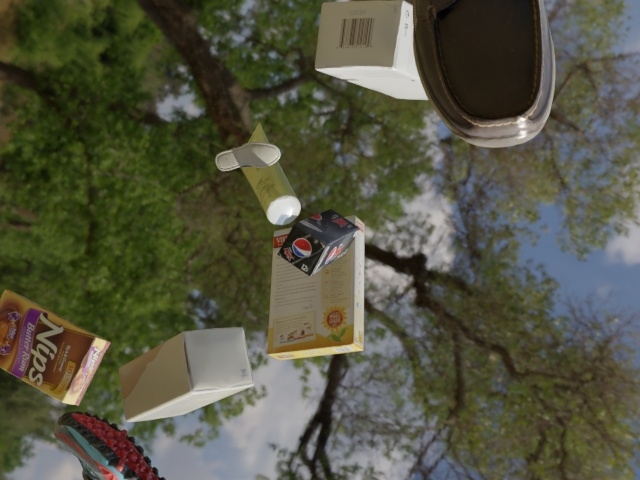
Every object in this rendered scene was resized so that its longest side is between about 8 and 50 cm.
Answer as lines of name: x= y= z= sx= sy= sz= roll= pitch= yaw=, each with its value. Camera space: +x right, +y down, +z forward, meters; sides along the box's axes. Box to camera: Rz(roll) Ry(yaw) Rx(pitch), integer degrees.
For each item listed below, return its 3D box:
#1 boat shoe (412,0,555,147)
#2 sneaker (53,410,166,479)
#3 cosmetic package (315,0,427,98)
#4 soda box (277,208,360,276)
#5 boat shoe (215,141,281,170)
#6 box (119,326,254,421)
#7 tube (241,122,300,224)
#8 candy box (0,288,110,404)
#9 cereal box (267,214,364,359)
boat shoe: x=0.135 y=-0.256 z=0.824 sx=0.130 sy=0.132 sz=0.356 roll=54 pitch=27 yaw=-63
sneaker: x=-0.249 y=0.329 z=1.083 sx=0.125 sy=0.262 sz=0.104 roll=-40 pitch=-175 yaw=-1
cosmetic package: x=0.181 y=-0.426 z=2.036 sx=0.217 sy=0.385 sz=0.156 roll=8 pitch=-89 yaw=35
soda box: x=0.000 y=0.000 z=1.277 sx=0.053 sy=0.060 sz=0.169 roll=-59 pitch=170 yaw=17
boat shoe: x=-0.118 y=-0.144 z=1.513 sx=0.125 sy=0.046 sz=0.038 roll=-11 pitch=-167 yaw=28
box: x=-0.279 y=0.276 z=1.807 sx=0.311 sy=0.147 sz=0.121 roll=-30 pitch=-114 yaw=48
tube: x=-0.100 y=-0.116 z=1.588 sx=0.070 sy=0.062 sz=0.240 roll=-24 pitch=-140 yaw=-3
candy box: x=-0.427 y=0.162 z=1.363 sx=0.109 sy=0.186 sz=0.053 roll=-64 pitch=161 yaw=-8
cereal box: x=-0.006 y=0.084 z=1.578 sx=0.172 sy=0.047 sz=0.240 roll=-10 pitch=-116 yaw=27
